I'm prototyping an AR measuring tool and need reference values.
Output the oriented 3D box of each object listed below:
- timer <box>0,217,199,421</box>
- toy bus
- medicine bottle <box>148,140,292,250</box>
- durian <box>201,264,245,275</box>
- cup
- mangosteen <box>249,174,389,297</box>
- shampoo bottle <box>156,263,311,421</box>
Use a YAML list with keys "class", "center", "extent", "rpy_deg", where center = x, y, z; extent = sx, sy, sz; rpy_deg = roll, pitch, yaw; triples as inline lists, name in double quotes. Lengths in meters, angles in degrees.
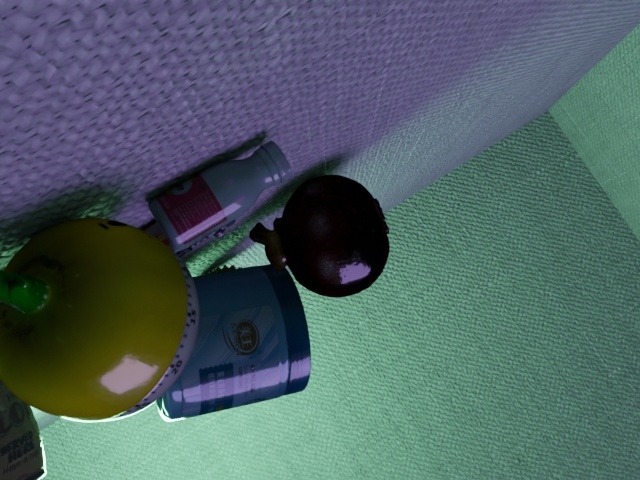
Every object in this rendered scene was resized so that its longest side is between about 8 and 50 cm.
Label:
- class: "timer"
  center: [-0.312, 0.086, 0.805]
  extent: [0.285, 0.285, 0.285]
  rpy_deg: [-32, 174, -4]
- class: "toy bus"
  center: [-0.234, -0.015, 1.100]
  extent: [0.174, 0.077, 0.079]
  rpy_deg: [-33, 175, 3]
- class: "medicine bottle"
  center: [-0.151, -0.074, 1.000]
  extent: [0.216, 0.090, 0.090]
  rpy_deg: [-32, 174, -12]
- class: "durian"
  center: [-0.277, 0.174, 1.835]
  extent: [0.237, 0.200, 0.176]
  rpy_deg: [-47, 144, 17]
- class: "cup"
  center: [-0.755, 0.468, 1.486]
  extent: [0.227, 0.257, 0.301]
  rpy_deg: [-28, 174, -20]
- class: "mangosteen"
  center: [0.018, -0.001, 1.509]
  extent: [0.293, 0.297, 0.297]
  rpy_deg: [-28, 173, -19]
- class: "shampoo bottle"
  center: [-0.240, 0.241, 1.569]
  extent: [0.342, 0.332, 0.331]
  rpy_deg: [-8, 165, -21]
